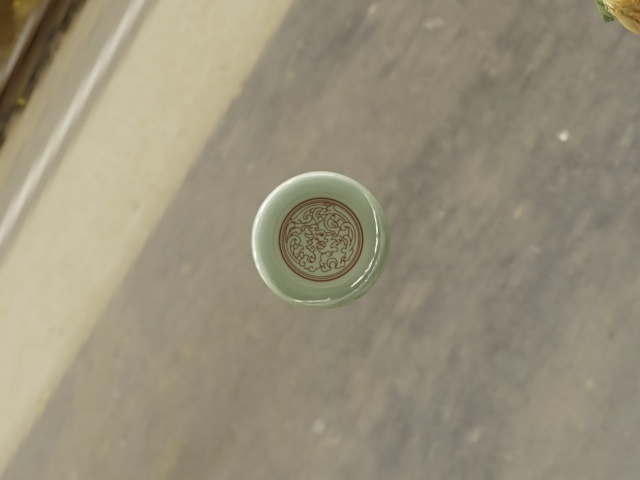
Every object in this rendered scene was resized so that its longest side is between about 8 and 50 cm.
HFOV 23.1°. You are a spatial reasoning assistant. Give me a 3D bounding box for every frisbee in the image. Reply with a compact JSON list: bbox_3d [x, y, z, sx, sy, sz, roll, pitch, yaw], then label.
[{"bbox_3d":[0.000,0.000,1.232,0.014,0.110,0.110,62,-130,-83],"label":"frisbee"}]

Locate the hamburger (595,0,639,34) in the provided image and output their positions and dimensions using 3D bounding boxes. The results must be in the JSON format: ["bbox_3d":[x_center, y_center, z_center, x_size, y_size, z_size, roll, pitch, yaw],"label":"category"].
[{"bbox_3d":[0.265,-0.197,1.214,0.087,0.176,0.102,43,113,24],"label":"hamburger"}]
